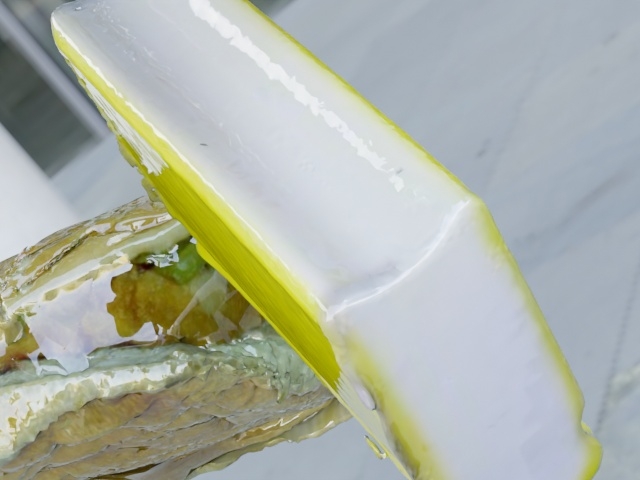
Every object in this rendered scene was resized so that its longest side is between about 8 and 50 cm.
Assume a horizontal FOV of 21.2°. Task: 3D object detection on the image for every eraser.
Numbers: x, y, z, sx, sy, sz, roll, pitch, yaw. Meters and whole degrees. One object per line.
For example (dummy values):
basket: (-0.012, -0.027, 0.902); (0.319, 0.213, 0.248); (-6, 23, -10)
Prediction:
eraser: (0.000, 0.000, 0.624); (0.069, 0.158, 0.226); (-37, 44, -8)

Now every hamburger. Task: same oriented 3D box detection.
hamburger: (-0.094, 0.057, 0.908); (0.265, 0.134, 0.285); (-16, -16, 2)
